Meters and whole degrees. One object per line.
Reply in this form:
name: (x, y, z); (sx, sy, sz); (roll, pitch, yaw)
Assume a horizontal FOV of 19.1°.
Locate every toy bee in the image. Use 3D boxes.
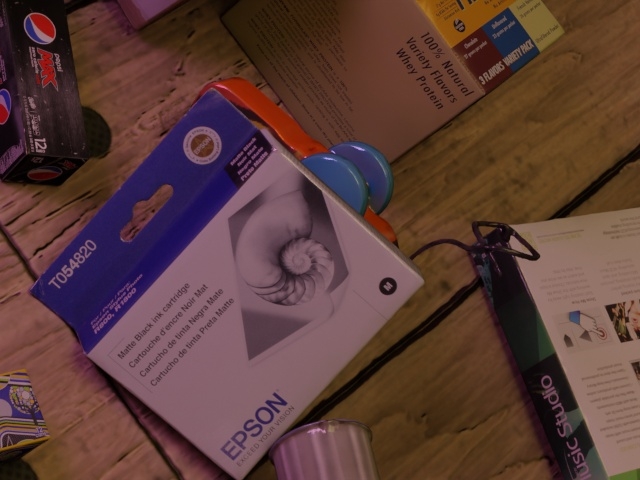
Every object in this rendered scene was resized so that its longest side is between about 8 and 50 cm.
toy bee: (0.000, 0.000, 1.574); (0.298, 0.162, 0.195); (38, 20, 31)

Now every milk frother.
milk frother: (-0.022, 0.224, 1.455); (0.143, 0.129, 0.135); (5, 52, -27)

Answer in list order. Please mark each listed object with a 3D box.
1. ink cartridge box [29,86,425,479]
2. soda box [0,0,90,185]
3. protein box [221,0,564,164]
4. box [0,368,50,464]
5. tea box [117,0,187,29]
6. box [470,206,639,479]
ink cartridge box: (-0.072, 0.036, 1.471); (0.224, 0.223, 0.045); (41, 6, -11)
soda box: (-0.232, -0.131, 1.528); (0.060, 0.053, 0.169); (4, 66, -36)
protein box: (0.061, -0.189, 1.676); (0.200, 0.201, 0.136); (53, 48, -1)
box: (-0.282, 0.140, 1.350); (0.169, 0.054, 0.059); (-12, 74, -39)
tea box: (-0.088, -0.413, 1.622); (0.323, 0.220, 0.329); (-37, 99, -40)
box: (0.292, 0.127, 1.770); (0.232, 0.058, 0.322); (-7, 67, -39)
